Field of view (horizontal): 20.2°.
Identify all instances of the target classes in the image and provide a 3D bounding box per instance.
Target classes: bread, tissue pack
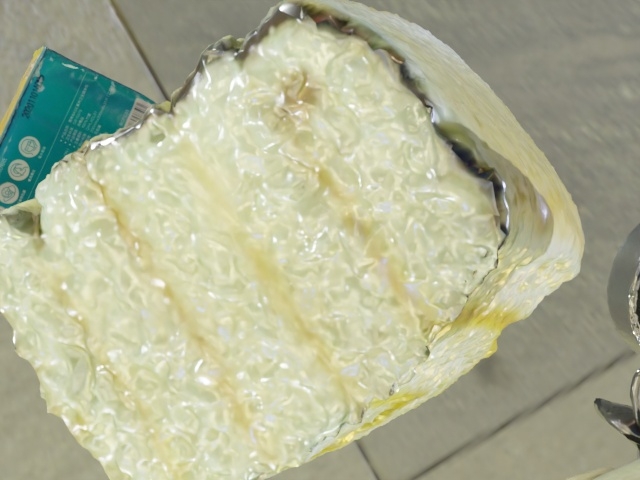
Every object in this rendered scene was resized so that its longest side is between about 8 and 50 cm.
[{"bbox_3d":[0.008,-0.005,1.132,0.395,0.239,0.264,-34,171,38],"label":"bread"},{"bbox_3d":[-0.231,-0.071,1.581,0.120,0.082,0.169,25,89,-17],"label":"tissue pack"}]

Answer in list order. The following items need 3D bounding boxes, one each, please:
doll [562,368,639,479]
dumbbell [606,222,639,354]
[{"bbox_3d":[0.181,0.160,0.740,0.349,0.247,0.247,-25,123,-23],"label":"doll"},{"bbox_3d":[0.484,0.083,2.044,0.204,0.322,0.203,-4,102,-18],"label":"dumbbell"}]
